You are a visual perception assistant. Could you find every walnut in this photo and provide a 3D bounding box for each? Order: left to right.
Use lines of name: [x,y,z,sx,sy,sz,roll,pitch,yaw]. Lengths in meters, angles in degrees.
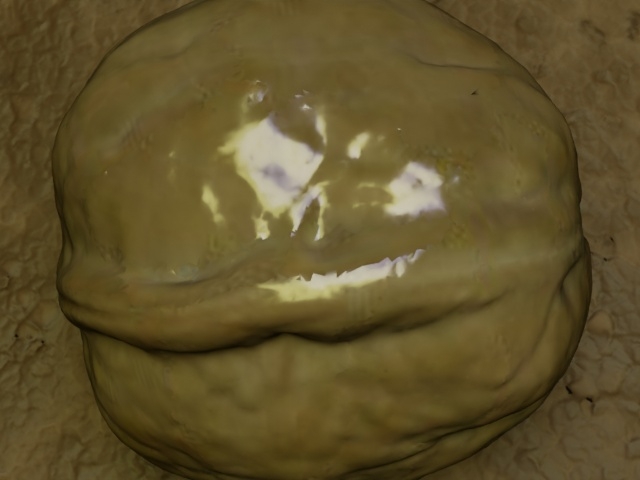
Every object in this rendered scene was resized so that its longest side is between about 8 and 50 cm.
walnut: [0.000,0.000,0.983,0.381,0.381,0.381,-1,74,2]
